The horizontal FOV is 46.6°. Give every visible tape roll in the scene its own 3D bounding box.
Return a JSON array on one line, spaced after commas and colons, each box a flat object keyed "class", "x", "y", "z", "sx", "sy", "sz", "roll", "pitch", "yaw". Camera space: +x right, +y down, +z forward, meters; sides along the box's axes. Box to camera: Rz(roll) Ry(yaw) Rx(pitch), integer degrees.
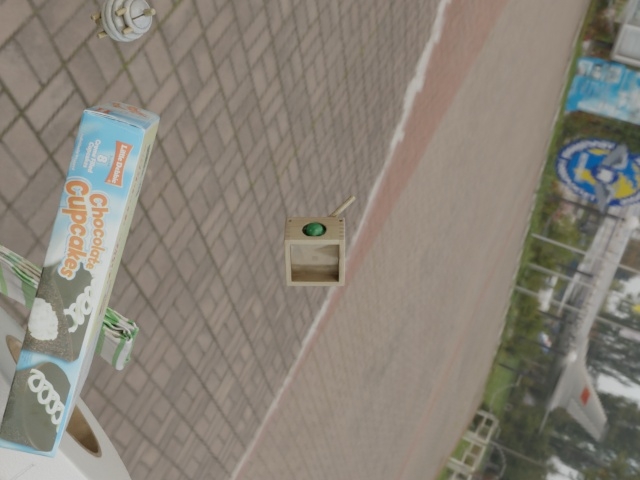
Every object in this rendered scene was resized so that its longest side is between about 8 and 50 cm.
[{"class": "tape roll", "x": -0.386, "y": 0.230, "z": 0.998, "sx": 0.072, "sy": 0.392, "sz": 0.392, "roll": -37, "pitch": 152, "yaw": -14}]

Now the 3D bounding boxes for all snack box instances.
[{"class": "snack box", "x": -0.235, "y": 0.026, "z": 0.743, "sx": 0.187, "sy": 0.060, "sz": 0.322, "roll": -124, "pitch": -129, "yaw": -75}]

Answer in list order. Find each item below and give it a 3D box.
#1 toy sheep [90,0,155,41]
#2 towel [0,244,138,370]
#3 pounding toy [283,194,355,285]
[{"class": "toy sheep", "x": -0.339, "y": -0.387, "z": 1.292, "sx": 0.091, "sy": 0.132, "sz": 0.091, "roll": -20, "pitch": 113, "yaw": -59}, {"class": "towel", "x": -0.449, "y": 0.099, "z": 1.207, "sx": 0.038, "sy": 0.324, "sz": 0.248, "roll": -61, "pitch": -175, "yaw": -26}, {"class": "pounding toy", "x": 0.000, "y": 0.000, "z": 1.383, "sx": 0.100, "sy": 0.130, "sz": 0.141, "roll": -89, "pitch": 178, "yaw": -52}]
